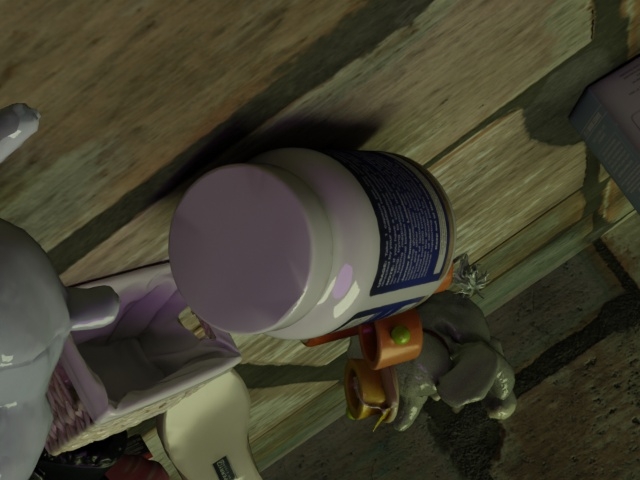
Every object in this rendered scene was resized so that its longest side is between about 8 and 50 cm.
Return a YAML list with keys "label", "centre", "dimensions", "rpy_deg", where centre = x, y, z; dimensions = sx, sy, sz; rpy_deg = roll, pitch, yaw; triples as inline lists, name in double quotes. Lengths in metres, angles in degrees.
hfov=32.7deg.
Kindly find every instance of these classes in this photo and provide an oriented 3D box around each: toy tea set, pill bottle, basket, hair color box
- label: "toy tea set"
  centre: [0.029, 0.060, 1.167]
  dimensions: [0.124, 0.200, 0.336]
  rpy_deg: [-5, 144, -16]
- label: "pill bottle"
  centre: [0.000, 0.000, 0.897]
  dimensions: [0.153, 0.153, 0.264]
  rpy_deg: [-39, 166, 23]
- label: "basket"
  centre: [-0.172, 0.101, 0.937]
  dimensions: [0.103, 0.113, 0.167]
  rpy_deg: [-41, 165, 36]
- label: "hair color box"
  centre: [-0.311, 0.345, 1.621]
  dimensions: [0.072, 0.043, 0.141]
  rpy_deg: [-21, 161, -42]
- label: "hair color box"
  centre: [0.503, -0.069, 1.365]
  dimensions: [0.185, 0.374, 0.113]
  rpy_deg: [-31, 167, -10]

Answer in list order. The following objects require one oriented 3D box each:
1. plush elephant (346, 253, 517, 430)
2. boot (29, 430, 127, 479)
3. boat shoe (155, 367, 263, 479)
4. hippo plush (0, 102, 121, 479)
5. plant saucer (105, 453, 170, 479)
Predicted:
- label: "plush elephant"
  centre: [0.193, 0.217, 1.925]
  dimensions: [0.255, 0.271, 0.330]
  rpy_deg: [-40, 145, -41]
- label: "boot"
  centre: [-0.222, 0.234, 1.032]
  dimensions: [0.094, 0.246, 0.207]
  rpy_deg: [-52, -177, -37]
- label: "boat shoe"
  centre: [-0.167, 0.231, 1.439]
  dimensions: [0.127, 0.158, 0.341]
  rpy_deg: [-25, 136, -18]
- label: "hippo plush"
  centre: [-0.239, 0.055, 0.541]
  dimensions: [0.236, 0.234, 0.294]
  rpy_deg: [-63, 165, -82]
- label: "plant saucer"
  centre: [-0.346, 0.362, 1.360]
  dimensions: [0.332, 0.084, 0.332]
  rpy_deg: [-32, -174, 4]
